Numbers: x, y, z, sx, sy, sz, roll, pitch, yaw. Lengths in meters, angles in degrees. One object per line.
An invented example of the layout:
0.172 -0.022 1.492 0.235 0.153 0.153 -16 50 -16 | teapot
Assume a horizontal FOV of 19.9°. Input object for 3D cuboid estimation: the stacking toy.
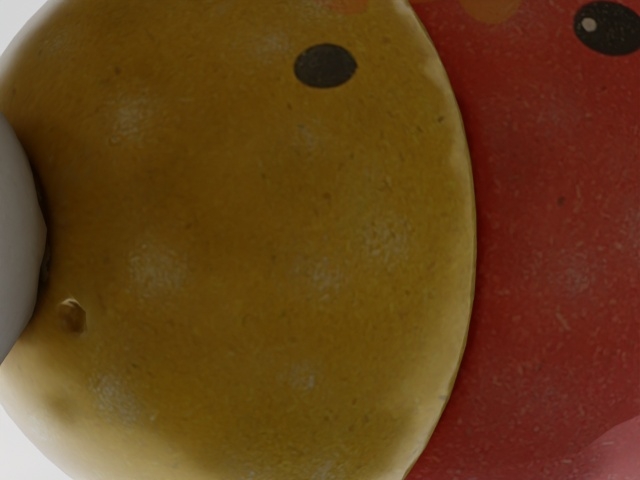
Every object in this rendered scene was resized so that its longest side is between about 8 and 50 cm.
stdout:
0.000 0.000 0.628 0.351 0.480 0.350 6 -82 48 | stacking toy
